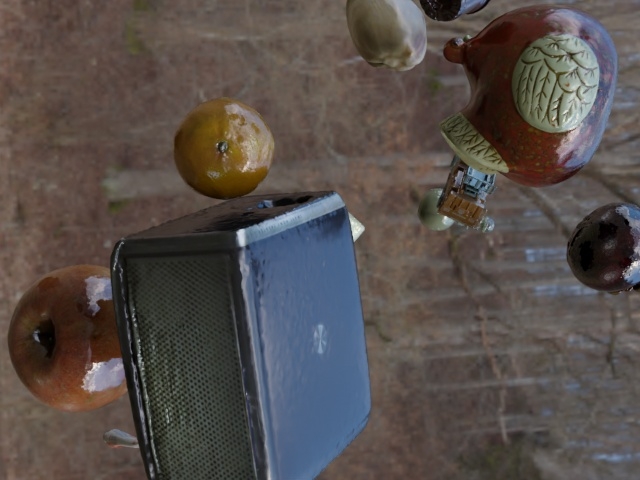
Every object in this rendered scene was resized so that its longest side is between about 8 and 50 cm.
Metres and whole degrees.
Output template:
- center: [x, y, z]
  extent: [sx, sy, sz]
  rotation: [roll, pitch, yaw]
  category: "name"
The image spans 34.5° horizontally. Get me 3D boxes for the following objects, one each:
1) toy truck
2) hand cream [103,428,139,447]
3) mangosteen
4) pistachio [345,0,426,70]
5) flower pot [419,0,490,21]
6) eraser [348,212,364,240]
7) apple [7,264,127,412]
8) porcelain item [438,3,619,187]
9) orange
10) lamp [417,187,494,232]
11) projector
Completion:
- center: [0.272, -0.119, 1.821]
  extent: [0.177, 0.080, 0.115]
  rotation: [-69, -178, -46]
  category: "toy truck"
- center: [-0.369, 0.397, 2.028]
  extent: [0.216, 0.052, 0.038]
  rotation: [-4, -87, 54]
  category: "hand cream"
- center: [0.455, 0.019, 1.576]
  extent: [0.152, 0.153, 0.152]
  rotation: [176, -90, -74]
  category: "mangosteen"
- center: [0.128, -0.410, 1.986]
  extent: [0.144, 0.144, 0.215]
  rotation: [104, -31, -47]
  category: "pistachio"
- center: [0.196, -0.373, 1.543]
  extent: [0.089, 0.111, 0.111]
  rotation: [-50, 159, -44]
  category: "flower pot"
- center: [0.000, 0.000, 2.220]
  extent: [0.172, 0.117, 0.058]
  rotation: [-50, -153, -1]
  category: "eraser"
- center: [-0.404, 0.168, 1.778]
  extent: [0.253, 0.254, 0.253]
  rotation: [176, -90, -74]
  category: "apple"
- center: [0.265, -0.201, 1.369]
  extent: [0.253, 0.253, 0.252]
  rotation: [176, -90, -74]
  category: "porcelain item"
- center: [-0.147, -0.139, 1.569]
  extent: [0.124, 0.156, 0.156]
  rotation: [167, -81, -81]
  category: "orange"
- center: [0.291, -0.053, 2.198]
  extent: [0.091, 0.163, 0.091]
  rotation: [18, 90, -83]
  category: "lamp"
- center: [-0.106, 0.154, 1.569]
  extent: [0.395, 0.242, 0.405]
  rotation: [-27, 112, -64]
  category: "projector"
